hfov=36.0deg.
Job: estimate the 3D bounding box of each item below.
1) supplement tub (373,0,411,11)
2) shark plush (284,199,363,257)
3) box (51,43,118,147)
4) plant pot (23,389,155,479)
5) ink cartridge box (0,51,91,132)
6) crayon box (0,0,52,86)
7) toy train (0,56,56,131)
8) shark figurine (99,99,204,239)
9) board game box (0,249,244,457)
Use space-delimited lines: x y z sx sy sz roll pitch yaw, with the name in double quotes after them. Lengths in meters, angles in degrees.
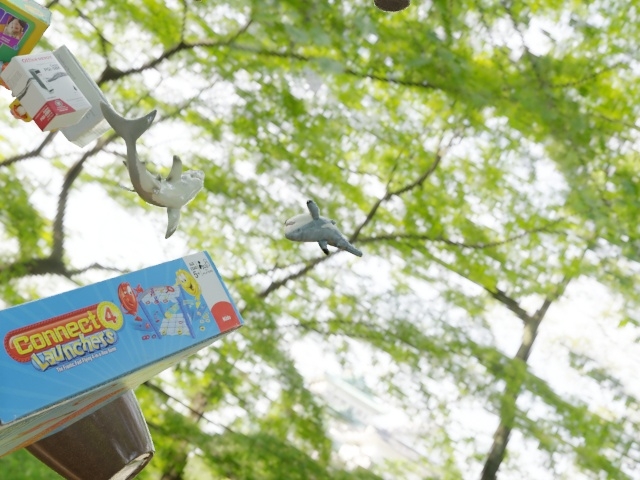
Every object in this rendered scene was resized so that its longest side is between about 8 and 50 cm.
0.139 -0.532 1.849 0.106 0.197 0.106 3 -17 1 "supplement tub"
0.000 0.000 1.698 0.073 0.067 0.161 -31 -47 27 "shark plush"
-0.543 -0.312 2.161 0.182 0.119 0.181 55 -4 -3 "box"
-0.361 0.265 1.481 0.230 0.215 0.215 48 -12 14 "plant pot"
-0.501 -0.274 1.800 0.056 0.099 0.135 -40 -95 32 "ink cartridge box"
-0.683 -0.439 1.896 0.278 0.165 0.081 30 23 -28 "crayon box"
-0.563 -0.275 1.917 0.166 0.046 0.125 25 -53 5 "toy train"
-0.315 -0.114 1.730 0.116 0.166 0.278 10 -20 26 "shark figurine"
-0.277 0.136 0.913 0.308 0.302 0.086 -31 -97 32 "board game box"
